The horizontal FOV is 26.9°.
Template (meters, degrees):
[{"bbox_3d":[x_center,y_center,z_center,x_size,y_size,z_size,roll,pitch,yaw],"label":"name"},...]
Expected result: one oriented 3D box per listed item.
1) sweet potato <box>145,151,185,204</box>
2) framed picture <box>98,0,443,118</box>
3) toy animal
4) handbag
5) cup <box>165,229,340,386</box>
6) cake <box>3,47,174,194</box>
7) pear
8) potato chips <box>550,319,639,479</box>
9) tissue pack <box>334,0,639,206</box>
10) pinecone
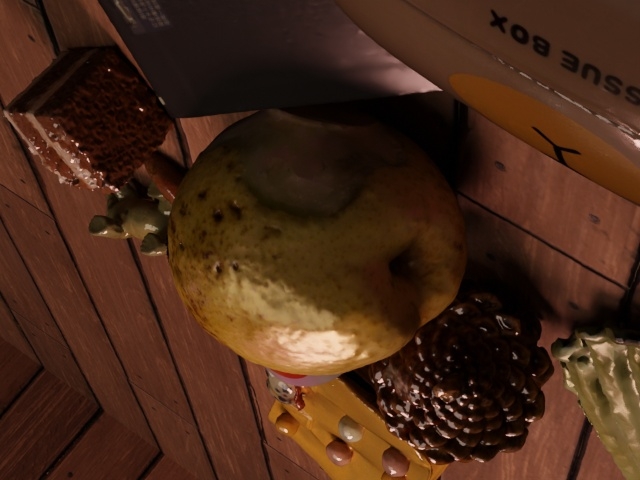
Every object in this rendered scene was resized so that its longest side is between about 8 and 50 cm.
[{"bbox_3d":[-0.138,-0.013,1.695,0.255,0.058,0.078,52,176,-18],"label":"sweet potato"},{"bbox_3d":[-0.031,-0.202,1.038,0.339,0.014,0.255,-3,137,29],"label":"framed picture"},{"bbox_3d":[-0.243,-0.033,1.801,0.219,0.103,0.101,15,172,39],"label":"toy animal"},{"bbox_3d":[0.044,0.240,1.818,0.283,0.133,0.401,40,159,12],"label":"handbag"},{"bbox_3d":[-0.041,0.056,1.515,0.203,0.203,0.288,30,164,24],"label":"cup"},{"bbox_3d":[-0.275,-0.140,1.562,0.147,0.134,0.135,4,138,46],"label":"cake"},{"bbox_3d":[0.000,0.000,1.227,0.271,0.271,0.271,33,158,16],"label":"pear"},{"bbox_3d":[0.391,0.229,1.298,0.358,0.070,0.429,22,151,46],"label":"potato chips"},{"bbox_3d":[0.179,-0.157,0.603,0.387,0.267,0.277,32,160,16],"label":"tissue pack"},{"bbox_3d":[0.133,0.126,1.366,0.169,0.185,0.212,22,-175,-20],"label":"pinecone"}]
